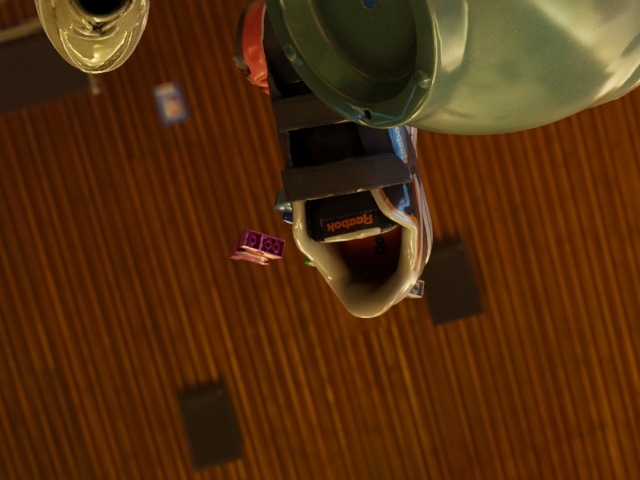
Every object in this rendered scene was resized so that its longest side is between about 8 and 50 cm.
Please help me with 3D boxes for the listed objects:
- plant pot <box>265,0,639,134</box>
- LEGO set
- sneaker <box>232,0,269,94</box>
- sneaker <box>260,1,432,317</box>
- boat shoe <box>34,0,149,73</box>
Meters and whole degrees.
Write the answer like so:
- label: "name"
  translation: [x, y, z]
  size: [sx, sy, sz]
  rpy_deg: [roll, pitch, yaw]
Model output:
- label: "plant pot"
  translation: [0.083, -0.194, 1.031]
  size: [0.196, 0.293, 0.293]
  rpy_deg: [-30, -164, -33]
- label: "LEGO set"
  translation: [0.000, 0.000, 1.614]
  size: [0.227, 0.087, 0.093]
  rpy_deg: [18, 165, -28]
- label: "sneaker"
  translation: [0.027, -0.160, 1.547]
  size: [0.135, 0.097, 0.276]
  rpy_deg: [0, 155, 31]
- label: "sneaker"
  translation: [0.026, -0.080, 1.314]
  size: [0.126, 0.321, 0.127]
  rpy_deg: [-11, -154, 21]
- label: "boat shoe"
  translation: [-0.208, -0.233, 1.334]
  size: [0.109, 0.094, 0.302]
  rpy_deg: [1, 152, -8]
